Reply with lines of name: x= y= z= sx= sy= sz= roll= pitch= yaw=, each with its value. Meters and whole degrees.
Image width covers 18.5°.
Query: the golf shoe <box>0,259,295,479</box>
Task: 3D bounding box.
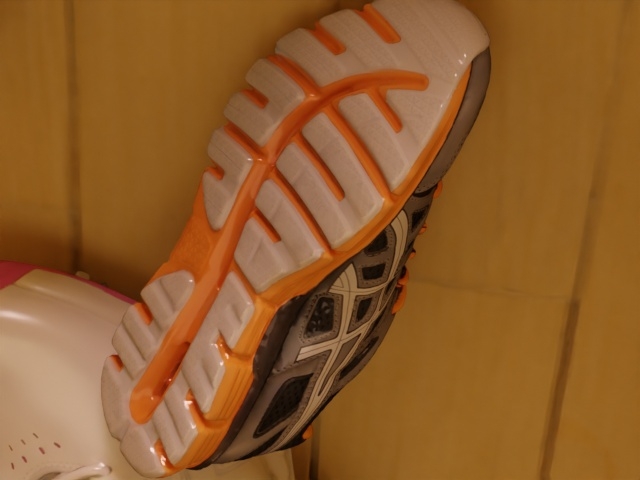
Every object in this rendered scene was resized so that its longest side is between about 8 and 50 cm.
golf shoe: x=-0.058 y=0.137 z=0.803 sx=0.115 sy=0.140 sz=0.306 roll=-29 pitch=116 yaw=33

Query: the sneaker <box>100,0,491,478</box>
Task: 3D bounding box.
sneaker: x=0.000 y=0.000 z=0.721 sx=0.083 sy=0.084 sz=0.215 roll=8 pitch=129 yaw=-42
